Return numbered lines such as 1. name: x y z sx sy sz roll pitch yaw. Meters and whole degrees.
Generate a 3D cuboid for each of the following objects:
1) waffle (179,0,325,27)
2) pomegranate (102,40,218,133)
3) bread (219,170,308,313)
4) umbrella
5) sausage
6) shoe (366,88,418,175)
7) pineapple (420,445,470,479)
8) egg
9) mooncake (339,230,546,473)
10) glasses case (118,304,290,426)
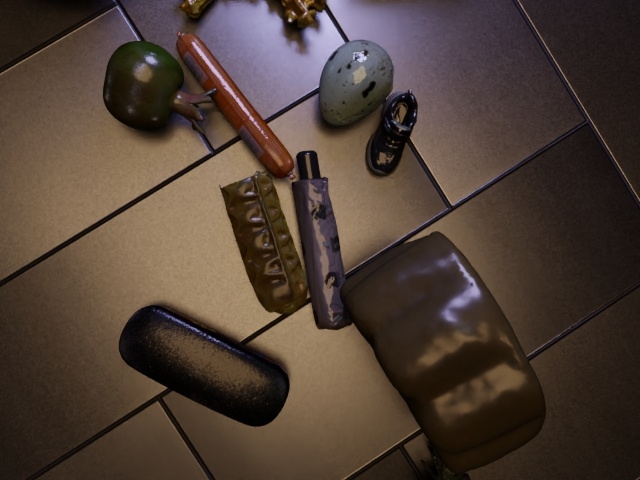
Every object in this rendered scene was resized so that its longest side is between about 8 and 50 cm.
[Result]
1. waffle: -0.120 -0.527 1.084 0.293 0.069 0.259 8 87 -2
2. pomegranate: -0.283 -0.264 1.034 0.191 0.131 0.151 16 108 -7
3. bread: -0.098 0.008 1.069 0.087 0.098 0.269 -18 92 37
4. umbrella: 0.000 0.000 1.084 0.067 0.073 0.337 -10 90 -47
5. sausage: -0.157 -0.247 1.073 0.053 0.053 0.347 -38 87 -4
6. shoe: 0.140 -0.205 1.084 0.071 0.099 0.169 19 89 -7
7. pineapple: 0.235 0.474 1.081 0.130 0.119 0.277 11 87 14
8. egg: 0.063 -0.284 1.065 0.131 0.131 0.164 25 99 -4
9. mooncake: 0.191 0.183 0.955 0.201 0.378 0.378 -29 92 2
10. glasses case: -0.209 0.228 1.060 0.321 0.082 0.122 28 86 -3
